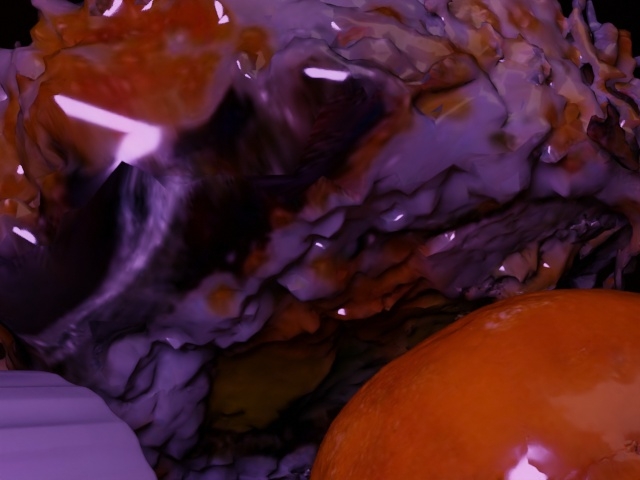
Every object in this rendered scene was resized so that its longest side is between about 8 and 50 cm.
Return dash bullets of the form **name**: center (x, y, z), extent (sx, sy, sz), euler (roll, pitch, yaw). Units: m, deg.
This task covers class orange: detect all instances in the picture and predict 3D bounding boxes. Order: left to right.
- **orange**: center (0.121, 0.160, 0.867), extent (0.284, 0.284, 0.226), euler (19, 11, -28)

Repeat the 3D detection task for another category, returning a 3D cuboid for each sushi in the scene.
- **sushi**: center (0.002, 0.002, 0.965), extent (0.417, 0.417, 0.176), euler (14, 42, -39)

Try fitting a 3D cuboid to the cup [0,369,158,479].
- **cup**: center (-0.172, 0.155, 0.705), extent (0.166, 0.221, 0.202), euler (-4, -3, 28)
